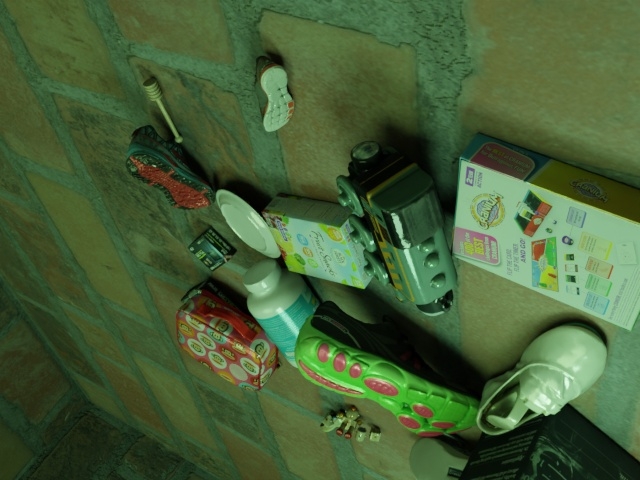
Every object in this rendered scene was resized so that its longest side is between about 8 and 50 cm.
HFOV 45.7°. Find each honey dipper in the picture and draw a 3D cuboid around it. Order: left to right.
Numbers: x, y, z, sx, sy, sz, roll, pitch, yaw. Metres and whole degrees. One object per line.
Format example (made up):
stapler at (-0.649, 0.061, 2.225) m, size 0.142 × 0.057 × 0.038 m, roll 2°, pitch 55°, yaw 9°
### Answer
honey dipper at (-0.328, -0.267, 1.599) m, size 0.030 × 0.030 × 0.161 m, roll 17°, pitch 145°, yaw 32°

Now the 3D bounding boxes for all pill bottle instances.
pill bottle at (-0.076, 0.167, 1.795) m, size 0.146 × 0.146 × 0.264 m, roll 0°, pitch 133°, yaw 46°

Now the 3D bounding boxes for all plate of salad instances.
plate of salad at (-0.155, -0.042, 1.688) m, size 0.200 × 0.048 × 0.200 m, roll 37°, pitch 157°, yaw 19°

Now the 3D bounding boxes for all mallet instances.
mallet at (0.284, 0.466, 1.927) m, size 0.189 × 0.039 × 0.062 m, roll 23°, pitch 150°, yaw 17°

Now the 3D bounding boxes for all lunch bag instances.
lunch bag at (-0.255, 0.263, 2.059) m, size 0.293 × 0.120 × 0.258 m, roll 28°, pitch 145°, yaw 15°

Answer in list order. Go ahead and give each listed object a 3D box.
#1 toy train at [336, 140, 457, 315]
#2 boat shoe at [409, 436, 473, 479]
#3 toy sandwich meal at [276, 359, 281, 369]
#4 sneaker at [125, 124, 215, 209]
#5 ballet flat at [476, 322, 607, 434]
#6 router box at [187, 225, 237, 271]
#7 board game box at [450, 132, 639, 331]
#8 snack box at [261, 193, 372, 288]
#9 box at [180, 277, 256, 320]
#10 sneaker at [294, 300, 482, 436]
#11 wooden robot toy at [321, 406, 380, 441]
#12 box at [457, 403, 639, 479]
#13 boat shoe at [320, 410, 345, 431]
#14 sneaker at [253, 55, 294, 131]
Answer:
toy train at (0.139, -0.012, 1.290) m, size 0.190 × 0.142 × 0.334 m, roll 48°, pitch 165°, yaw 49°
boat shoe at (0.373, 0.591, 1.910) m, size 0.158 × 0.127 × 0.340 m, roll 22°, pitch 172°, yaw -26°
toy sandwich meal at (-0.151, 0.358, 2.242) m, size 0.085 × 0.029 × 0.086 m, roll 27°, pitch 148°, yaw 19°
sneaker at (-0.316, -0.164, 1.671) m, size 0.104 × 0.125 × 0.262 m, roll -16°, pitch 148°, yaw 21°
ballet flat at (0.412, 0.291, 1.461) m, size 0.139 × 0.139 × 0.400 m, roll 35°, pitch 149°, yaw 5°
router box at (-0.275, 0.023, 1.919) m, size 0.092 × 0.038 × 0.122 m, roll 44°, pitch 149°, yaw -9°
board game box at (0.362, -0.011, 1.175) m, size 0.316 × 0.064 × 0.242 m, roll 25°, pitch 147°, yaw 22°
snack box at (0.000, 0.000, 1.568) m, size 0.207 × 0.070 × 0.175 m, roll 10°, pitch 139°, yaw 36°
box at (-0.293, 0.200, 2.171) m, size 0.184 × 0.045 × 0.190 m, roll 42°, pitch 149°, yaw -11°
sneaker at (0.175, 0.274, 1.662) m, size 0.482 × 0.202 × 0.185 m, roll 31°, pitch 135°, yaw -18°
wooden robot toy at (0.091, 0.513, 2.154) m, size 0.173 × 0.076 × 0.079 m, roll 19°, pitch 111°, yaw 11°
box at (0.493, 0.670, 1.544) m, size 0.480 × 0.472 × 0.297 m, roll 39°, pitch 150°, yaw -2°
boat shoe at (0.036, 0.534, 2.266) m, size 0.045 × 0.050 × 0.135 m, roll 46°, pitch 139°, yaw -6°
sneaker at (-0.087, -0.263, 1.344) m, size 0.065 × 0.061 × 0.158 m, roll 54°, pitch 158°, yaw 30°
